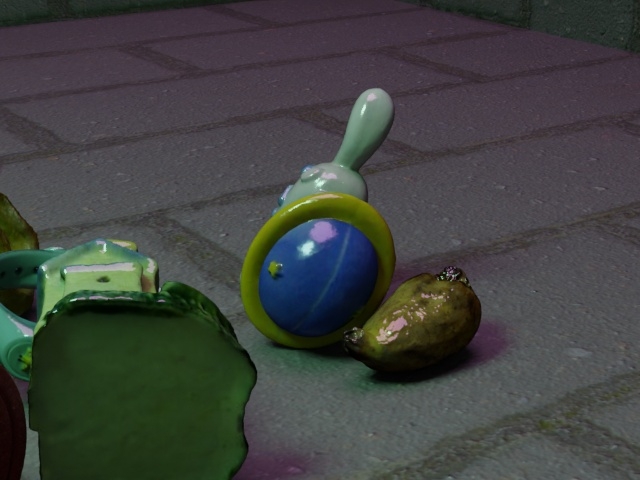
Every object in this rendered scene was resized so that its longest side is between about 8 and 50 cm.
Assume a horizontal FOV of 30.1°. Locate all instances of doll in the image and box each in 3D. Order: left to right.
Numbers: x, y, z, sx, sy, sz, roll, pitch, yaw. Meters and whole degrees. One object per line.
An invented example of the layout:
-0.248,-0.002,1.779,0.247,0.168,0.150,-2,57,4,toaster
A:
0.024,-0.015,1.360,0.160,0.310,0.242,29,14,-1,doll

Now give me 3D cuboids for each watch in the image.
-0.254,0.088,1.275,0.237,0.068,0.195,15,27,-11,watch

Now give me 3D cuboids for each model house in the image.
-0.172,0.098,1.087,0.195,0.214,0.189,-6,28,-14,model house

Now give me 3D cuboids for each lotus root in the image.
0.096,0.099,1.301,0.191,0.094,0.108,-29,16,-40,lotus root

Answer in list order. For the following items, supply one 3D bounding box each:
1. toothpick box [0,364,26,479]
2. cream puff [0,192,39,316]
-0.438,0.151,0.992,0.333,0.204,0.204,12,23,28,toothpick box
-0.444,0.023,1.389,0.244,0.196,0.244,-6,48,7,cream puff
